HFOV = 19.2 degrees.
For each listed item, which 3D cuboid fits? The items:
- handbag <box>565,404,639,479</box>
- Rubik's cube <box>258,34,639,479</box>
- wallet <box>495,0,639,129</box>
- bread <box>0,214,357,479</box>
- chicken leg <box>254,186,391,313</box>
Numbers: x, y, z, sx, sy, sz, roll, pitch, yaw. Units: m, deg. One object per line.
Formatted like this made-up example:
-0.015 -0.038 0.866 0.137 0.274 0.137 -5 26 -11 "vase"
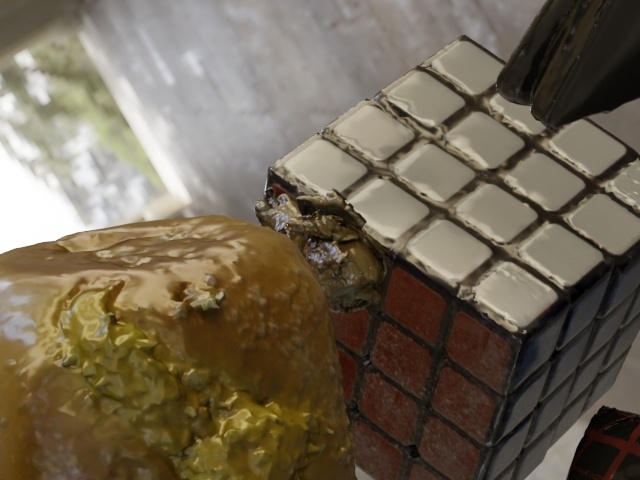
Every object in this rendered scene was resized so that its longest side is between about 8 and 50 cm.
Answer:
0.332 0.257 1.898 0.155 0.169 0.215 25 174 -16 "handbag"
0.148 0.048 2.053 0.344 0.337 0.344 36 139 20 "Rubik's cube"
0.269 -0.182 1.311 0.051 0.377 0.197 43 126 21 "wallet"
-0.078 0.121 0.996 0.176 0.195 0.246 -148 47 -64 "bread"
0.005 0.006 1.724 0.125 0.080 0.196 51 174 -12 "chicken leg"
